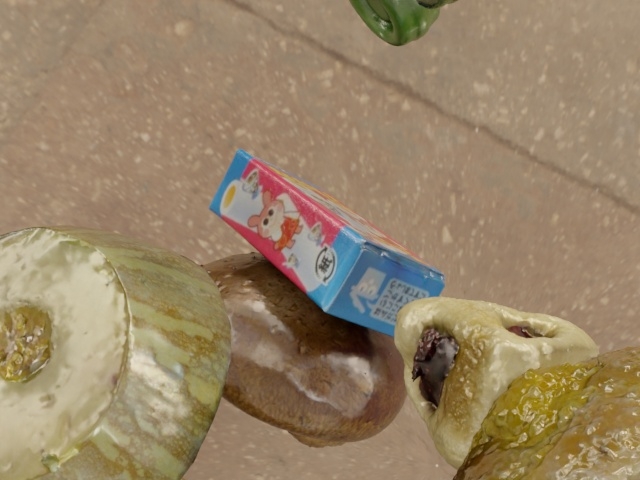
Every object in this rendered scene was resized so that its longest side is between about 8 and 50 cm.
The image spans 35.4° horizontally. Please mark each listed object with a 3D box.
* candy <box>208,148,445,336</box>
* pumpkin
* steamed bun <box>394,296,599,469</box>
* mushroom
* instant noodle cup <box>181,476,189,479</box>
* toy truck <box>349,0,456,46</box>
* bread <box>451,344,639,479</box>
[{"bbox_3d":[0.000,0.001,1.259,0.306,0.157,0.100,39,103,47],"label":"candy"},{"bbox_3d":[-0.157,0.070,0.539,0.217,0.110,0.217,-14,50,17],"label":"pumpkin"},{"bbox_3d":[0.139,0.111,0.883,0.155,0.172,0.141,36,109,36],"label":"steamed bun"},{"bbox_3d":[-0.040,0.133,1.328,0.345,0.345,0.239,16,76,10],"label":"mushroom"},{"bbox_3d":[-0.218,0.335,1.217,0.168,0.185,0.168,-30,43,34],"label":"instant noodle cup"},{"bbox_3d":[0.048,-0.221,0.548,0.148,0.187,0.210,-40,78,-9],"label":"toy truck"},{"bbox_3d":[0.163,0.164,0.581,0.176,0.246,0.196,38,105,2],"label":"bread"}]
